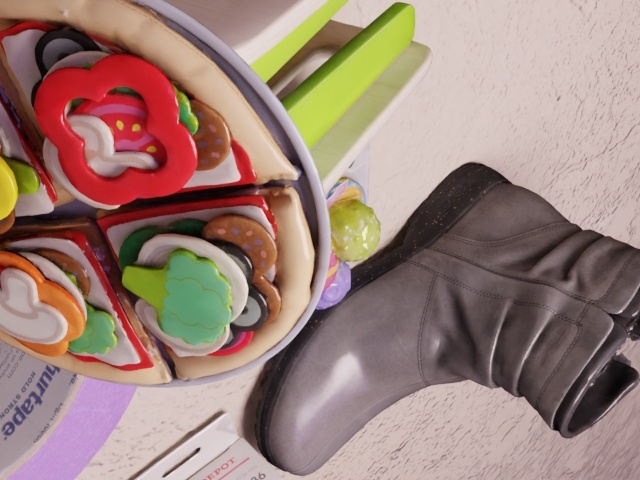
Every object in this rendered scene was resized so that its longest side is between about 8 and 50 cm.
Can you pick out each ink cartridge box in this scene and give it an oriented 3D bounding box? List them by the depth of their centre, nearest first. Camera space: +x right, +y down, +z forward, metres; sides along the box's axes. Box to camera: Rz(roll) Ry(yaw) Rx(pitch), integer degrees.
[{"bbox_3d":[-0.082,0.248,0.792,0.115,0.067,0.198,-35,137,-23],"label":"ink cartridge box"}]

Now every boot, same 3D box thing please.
[{"bbox_3d":[0.117,0.095,0.767,0.338,0.222,0.118,-50,142,-8],"label":"boot"}]

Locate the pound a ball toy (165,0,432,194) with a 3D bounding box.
[{"bbox_3d":[-0.025,-0.153,0.475,0.319,0.135,0.208,-53,155,-46],"label":"pound a ball toy"}]

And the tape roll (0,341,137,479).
[{"bbox_3d":[-0.223,0.050,0.489,0.274,0.090,0.275,-26,133,-31],"label":"tape roll"}]

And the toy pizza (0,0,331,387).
[{"bbox_3d":[-0.096,-0.009,0.369,0.032,0.201,0.201,-70,162,-50],"label":"toy pizza"}]

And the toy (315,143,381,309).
[{"bbox_3d":[0.000,0.000,0.668,0.137,0.056,0.237,-38,152,-18],"label":"toy"}]
